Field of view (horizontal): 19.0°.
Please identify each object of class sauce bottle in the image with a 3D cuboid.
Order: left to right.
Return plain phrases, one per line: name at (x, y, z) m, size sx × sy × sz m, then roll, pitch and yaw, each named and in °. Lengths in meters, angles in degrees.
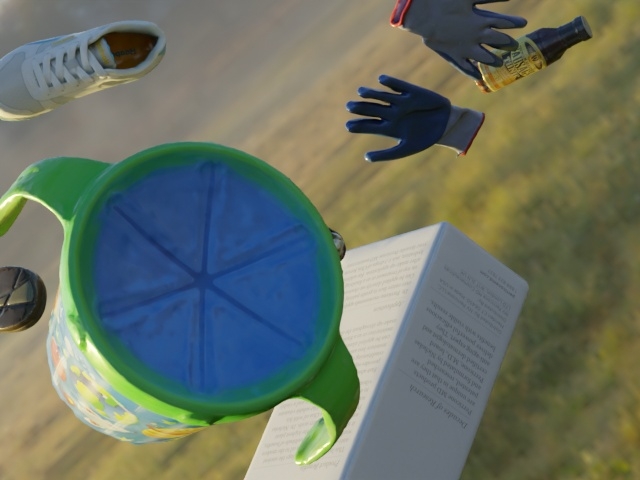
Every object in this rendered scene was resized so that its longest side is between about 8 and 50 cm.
sauce bottle at (0.217, -0.194, 1.970) m, size 0.128 × 0.042 × 0.042 m, roll -27°, pitch 12°, yaw 22°

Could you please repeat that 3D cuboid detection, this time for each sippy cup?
sippy cup at (-0.126, 0.066, 1.603) m, size 0.240 × 0.305 × 0.224 m, roll -16°, pitch -15°, yaw -26°

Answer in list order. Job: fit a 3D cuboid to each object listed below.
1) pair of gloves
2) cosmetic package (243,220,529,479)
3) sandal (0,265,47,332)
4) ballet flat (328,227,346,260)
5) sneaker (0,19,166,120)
pair of gloves at (0.107, -0.156, 1.797) m, size 0.023 × 0.159 × 0.198 m, roll 48°, pitch 118°, yaw 48°
cosmetic package at (0.067, 0.219, 2.362) m, size 0.230 × 0.161 × 0.453 m, roll -17°, pitch 43°, yaw 53°
sandal at (-0.342, 0.057, 1.992) m, size 0.219 × 0.060 × 0.090 m, roll 1°, pitch 80°, yaw 47°
ballet flat at (0.000, 0.000, 2.076) m, size 0.041 × 0.114 × 0.041 m, roll -19°, pitch 58°, yaw 34°
sneaker at (-0.290, -0.208, 2.246) m, size 0.229 × 0.087 × 0.092 m, roll -23°, pitch 2°, yaw -22°
